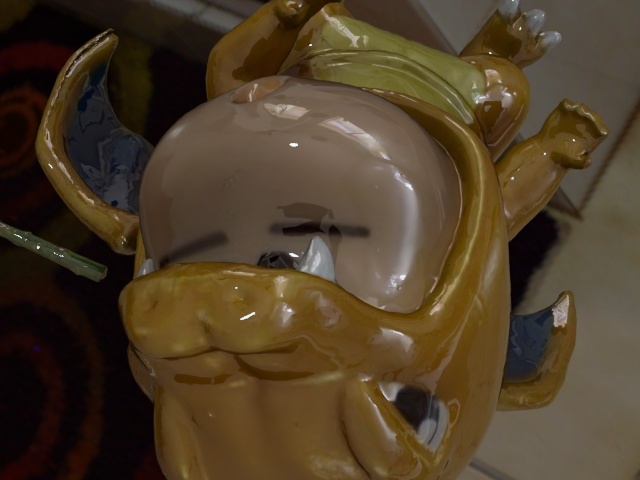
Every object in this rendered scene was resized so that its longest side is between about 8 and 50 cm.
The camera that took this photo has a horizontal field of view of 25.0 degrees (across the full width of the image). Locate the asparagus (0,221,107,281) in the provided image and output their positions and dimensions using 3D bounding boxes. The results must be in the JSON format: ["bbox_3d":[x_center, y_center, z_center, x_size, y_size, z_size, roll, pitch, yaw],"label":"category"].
[{"bbox_3d":[-0.195,0.001,0.972,0.114,0.015,0.014,24,73,11],"label":"asparagus"}]

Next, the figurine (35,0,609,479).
[{"bbox_3d":[0.035,0.012,0.864,0.268,0.401,0.387,-40,25,40],"label":"figurine"}]
